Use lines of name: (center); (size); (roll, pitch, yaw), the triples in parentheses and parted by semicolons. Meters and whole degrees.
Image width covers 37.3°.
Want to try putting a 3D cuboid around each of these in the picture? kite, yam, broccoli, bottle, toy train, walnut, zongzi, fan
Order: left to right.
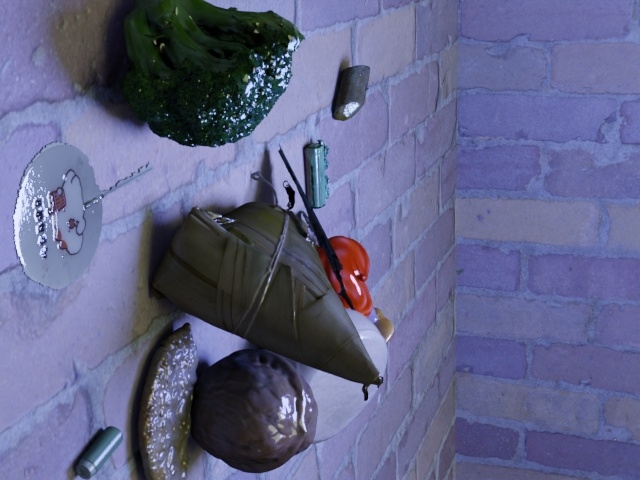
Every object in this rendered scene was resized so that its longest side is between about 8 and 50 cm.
fan: (-0.305, -0.054, 1.277); (0.329, 0.009, 0.190); (-42, 132, -62)
bottle: (-0.307, 0.295, 1.318); (0.083, 0.030, 0.030); (-54, 143, -53)
broccoli: (-0.161, -0.254, 1.337); (0.245, 0.265, 0.294); (49, 30, -25)
walnut: (-0.109, 0.285, 1.586); (0.224, 0.224, 0.224); (5, 90, -70)
zongzi: (-0.029, 0.070, 1.594); (0.181, 0.418, 0.447); (-63, 169, 20)
toy train: (-0.006, -0.140, 2.033); (0.071, 0.038, 0.147); (-42, 134, -58)
kite: (-0.001, 0.000, 1.841); (0.368, 0.014, 0.405); (-127, -168, -71)
yam: (0.074, -0.337, 2.162); (0.069, 0.070, 0.146); (49, 47, -63)

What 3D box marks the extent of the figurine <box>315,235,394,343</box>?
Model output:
figurine: (0.052, 0.136, 2.068); (0.208, 0.181, 0.257); (-43, 135, -20)

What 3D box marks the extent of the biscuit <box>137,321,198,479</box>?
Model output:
biscuit: (-0.242, 0.270, 1.477); (0.141, 0.038, 0.289); (19, 74, -68)

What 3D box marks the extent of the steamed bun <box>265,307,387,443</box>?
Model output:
steamed bun: (-0.012, 0.251, 1.865); (0.283, 0.177, 0.282); (-28, 136, -32)
